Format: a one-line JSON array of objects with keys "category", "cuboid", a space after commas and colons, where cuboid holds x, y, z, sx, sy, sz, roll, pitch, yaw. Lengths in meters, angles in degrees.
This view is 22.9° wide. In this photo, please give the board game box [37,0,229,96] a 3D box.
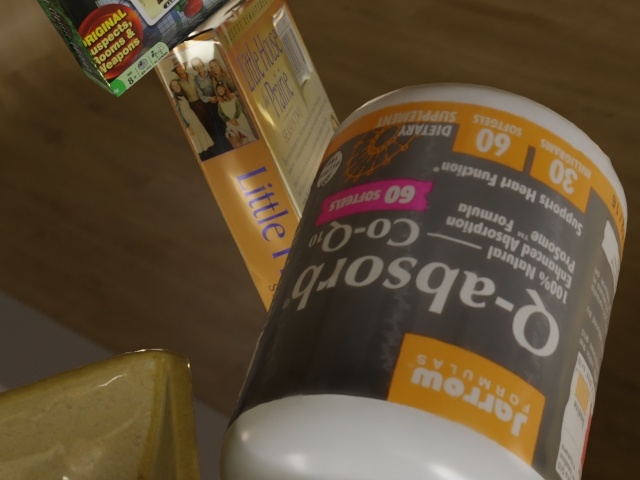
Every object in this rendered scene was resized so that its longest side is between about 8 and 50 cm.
[{"category": "board game box", "cuboid": [-0.016, -0.185, 0.623, 0.260, 0.136, 0.030, -43, -129, -11]}]

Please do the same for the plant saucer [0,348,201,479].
[{"category": "plant saucer", "cuboid": [-0.188, 0.214, 0.638, 0.333, 0.081, 0.333, -18, -145, 3]}]

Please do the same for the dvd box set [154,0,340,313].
[{"category": "dvd box set", "cuboid": [0.000, 0.000, 1.307, 0.062, 0.420, 0.307, -21, -166, 12]}]

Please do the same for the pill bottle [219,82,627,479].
[{"category": "pill bottle", "cuboid": [0.046, 0.074, 0.734, 0.162, 0.162, 0.278, -2, -131, 24]}]
